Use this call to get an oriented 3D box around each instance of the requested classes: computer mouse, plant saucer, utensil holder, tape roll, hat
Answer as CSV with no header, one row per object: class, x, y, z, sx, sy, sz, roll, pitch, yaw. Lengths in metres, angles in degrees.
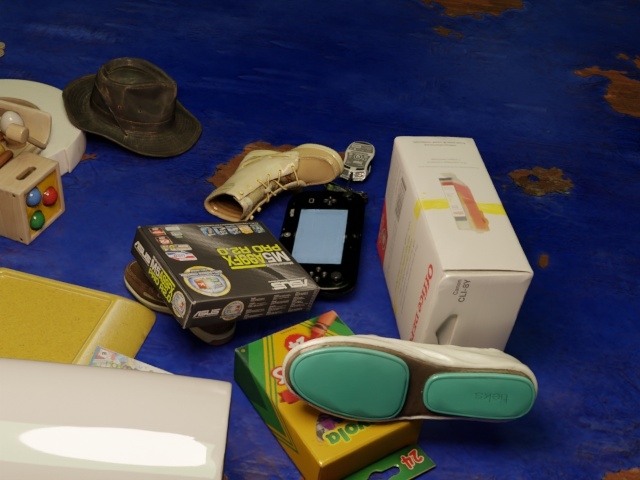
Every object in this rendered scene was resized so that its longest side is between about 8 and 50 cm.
computer mouse,0.080,-0.157,1.879,0.106,0.042,0.193,12,45,13
plant saucer,-0.491,0.171,1.372,0.333,0.081,0.332,13,41,7
utensil holder,-0.318,0.317,1.037,0.386,0.327,0.327,7,39,-5
tape roll,-0.726,-0.240,1.841,0.392,0.072,0.392,4,39,-3
hat,-0.424,-0.343,1.905,0.331,0.134,0.331,17,36,-13

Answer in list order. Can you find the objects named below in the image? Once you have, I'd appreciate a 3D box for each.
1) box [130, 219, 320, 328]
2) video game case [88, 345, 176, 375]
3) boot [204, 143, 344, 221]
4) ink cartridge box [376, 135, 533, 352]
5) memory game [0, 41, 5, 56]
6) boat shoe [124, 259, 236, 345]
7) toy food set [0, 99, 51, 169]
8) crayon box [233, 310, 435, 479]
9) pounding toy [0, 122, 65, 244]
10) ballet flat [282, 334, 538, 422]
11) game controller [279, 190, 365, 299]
box,-0.168,0.052,1.455,0.270,0.060,0.216,-4,38,-39
video game case,-0.297,0.246,1.306,0.166,0.015,0.119,24,43,-12
boot,-0.098,-0.118,1.724,0.262,0.095,0.203,3,35,31
ink cartridge box,0.224,0.030,1.488,0.160,0.279,0.384,1,41,-9
memory game,-0.935,-0.506,2.178,0.186,0.012,0.186,4,40,-4
boat shoe,-0.255,0.087,1.493,0.257,0.095,0.095,26,43,22
toy food set,-0.721,-0.194,1.659,0.220,0.092,0.306,15,41,10
crayon box,0.022,0.267,1.326,0.202,0.081,0.318,-20,47,-29
pounding toy,-0.567,-0.130,1.623,0.094,0.206,0.181,18,41,13
ballet flat,0.134,0.207,1.273,0.400,0.139,0.139,7,39,-9
game controller,0.000,0.000,1.657,0.167,0.067,0.319,8,39,1
